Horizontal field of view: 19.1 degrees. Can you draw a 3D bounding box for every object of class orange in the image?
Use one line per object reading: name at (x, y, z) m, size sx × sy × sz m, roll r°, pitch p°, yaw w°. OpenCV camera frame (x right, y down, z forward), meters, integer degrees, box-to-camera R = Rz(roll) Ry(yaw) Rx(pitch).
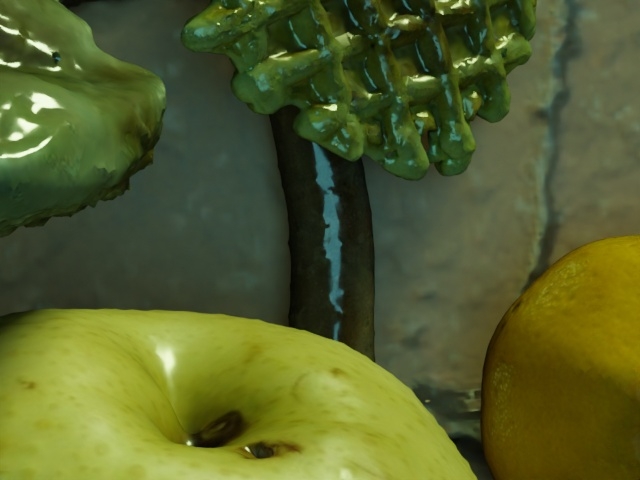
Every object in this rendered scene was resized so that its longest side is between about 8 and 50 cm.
orange at (0.150, 0.074, 0.846) m, size 0.159 × 0.136 × 0.159 m, roll -1°, pitch 97°, yaw -9°

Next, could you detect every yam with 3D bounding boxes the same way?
yam at (0.000, 0.000, 0.861) m, size 0.045 × 0.045 × 0.326 m, roll -12°, pitch 95°, yaw -42°

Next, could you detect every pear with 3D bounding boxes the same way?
pear at (-0.073, 0.176, 0.730) m, size 0.309 × 0.309 × 0.309 m, roll -1°, pitch 94°, yaw -11°

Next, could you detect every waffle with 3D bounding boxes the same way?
waffle at (0.023, -0.119, 0.832) m, size 0.183 × 0.036 × 0.169 m, roll 22°, pitch 79°, yaw -29°

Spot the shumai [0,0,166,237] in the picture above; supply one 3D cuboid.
shumai at (-0.232, -0.103, 0.694) m, size 0.309 × 0.304 × 0.263 m, roll -16°, pitch 90°, yaw -41°
